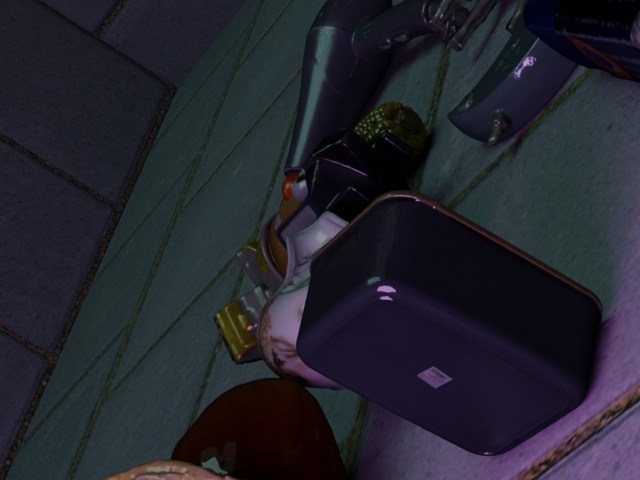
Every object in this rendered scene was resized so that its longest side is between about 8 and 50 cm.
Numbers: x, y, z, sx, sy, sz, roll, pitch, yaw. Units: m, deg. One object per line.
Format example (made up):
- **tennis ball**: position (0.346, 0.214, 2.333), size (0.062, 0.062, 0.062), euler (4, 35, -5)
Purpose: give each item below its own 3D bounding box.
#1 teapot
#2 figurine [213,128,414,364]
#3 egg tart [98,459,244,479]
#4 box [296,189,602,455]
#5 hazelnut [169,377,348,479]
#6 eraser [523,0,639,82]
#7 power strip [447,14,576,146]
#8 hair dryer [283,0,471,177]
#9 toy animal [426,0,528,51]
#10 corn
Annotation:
- **teapot**: position (0.030, 0.047, 1.485), size (0.204, 0.139, 0.298), euler (-31, 8, -6)
- **figurine**: position (0.002, -0.001, 1.755), size (0.308, 0.143, 0.308), euler (-42, 39, 47)
- **egg tart**: position (-0.093, 0.286, 1.271), size (0.288, 0.288, 0.118), euler (-48, -5, 34)
- **box**: position (0.092, 0.067, 1.187), size (0.144, 0.201, 0.090), euler (-41, 25, 45)
- **hazelnut**: position (-0.067, 0.223, 1.425), size (0.181, 0.181, 0.212), euler (-6, -46, -47)
- **eraser**: position (0.282, -0.211, 1.337), size (0.155, 0.101, 0.332), euler (-56, 15, 3)
- **power strip**: position (0.214, -0.196, 1.639), size (0.253, 0.054, 0.167), euler (-61, 13, -16)
- **hair dryer**: position (0.080, -0.237, 2.121), size (0.361, 0.121, 0.301), euler (-21, 47, 59)
- **toy animal**: position (0.191, -0.301, 1.885), size (0.170, 0.090, 0.255), euler (-54, 17, -1)
- **corn**: position (0.042, -0.080, 1.922), size (0.231, 0.080, 0.080), euler (-45, 19, 44)
